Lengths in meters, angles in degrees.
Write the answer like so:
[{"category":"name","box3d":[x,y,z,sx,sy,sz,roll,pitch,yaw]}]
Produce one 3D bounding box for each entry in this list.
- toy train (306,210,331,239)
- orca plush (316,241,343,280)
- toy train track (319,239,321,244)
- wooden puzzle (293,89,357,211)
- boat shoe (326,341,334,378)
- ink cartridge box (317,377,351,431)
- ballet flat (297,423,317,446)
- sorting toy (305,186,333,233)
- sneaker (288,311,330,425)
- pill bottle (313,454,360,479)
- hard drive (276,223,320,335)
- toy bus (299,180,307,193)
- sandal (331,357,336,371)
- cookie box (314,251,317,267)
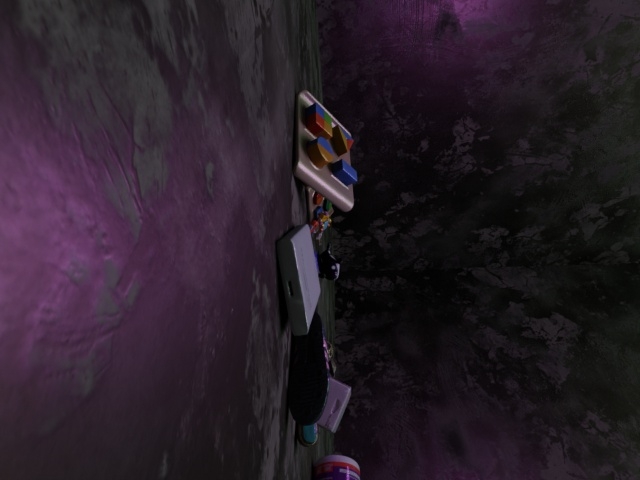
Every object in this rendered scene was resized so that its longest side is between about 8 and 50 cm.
[{"category":"toy train","box3d":[-0.015,-0.066,1.716,0.125,0.046,0.166,-50,163,-2]},{"category":"orca plush","box3d":[0.030,0.091,2.157,0.102,0.151,0.287,50,26,-26]},{"category":"toy train track","box3d":[0.000,0.000,2.350,0.083,0.014,0.048,-86,173,-58]},{"category":"wooden puzzle","box3d":[0.034,-0.318,1.476,0.322,0.080,0.348,32,51,-45]},{"category":"boat shoe","box3d":[0.004,0.437,1.634,0.109,0.091,0.305,-86,173,-55]},{"category":"ink cartridge box","box3d":[0.042,0.640,1.620,0.172,0.100,0.237,-63,165,-21]},{"category":"ballet flat","box3d":[-0.044,0.506,1.245,0.206,0.073,0.067,-84,-161,-44]},{"category":"sorting toy","box3d":[0.027,-0.199,1.821,0.307,0.041,0.229,-51,144,-45]},{"category":"sneaker","box3d":[-0.023,0.358,1.158,0.131,0.112,0.319,79,10,-48]},{"category":"pill bottle","box3d":[0.057,0.970,1.511,0.323,0.181,0.182,-87,173,-54]},{"category":"hard drive","box3d":[-0.052,0.088,1.159,0.353,0.047,0.233,-59,140,-80]},{"category":"toy bus","box3d":[-0.020,-0.278,1.555,0.191,0.104,0.203,-56,144,-83]},{"category":"sandal","box3d":[0.037,0.639,2.042,0.120,0.086,0.303,-52,140,-84]},{"category":"cookie box","box3d":[-0.032,0.110,1.645,0.107,0.040,0.092,84,6,-50]}]
